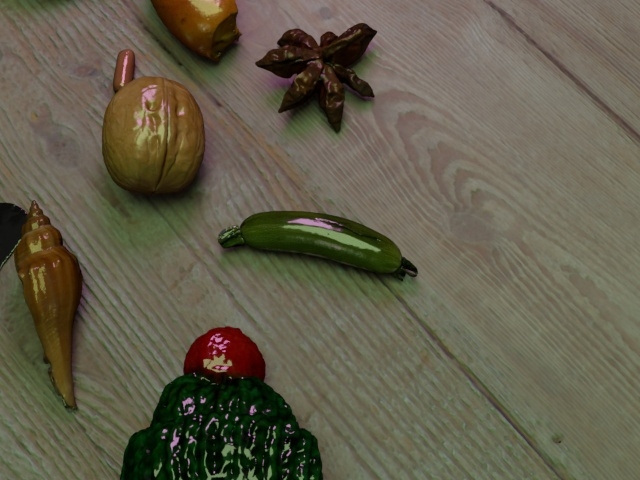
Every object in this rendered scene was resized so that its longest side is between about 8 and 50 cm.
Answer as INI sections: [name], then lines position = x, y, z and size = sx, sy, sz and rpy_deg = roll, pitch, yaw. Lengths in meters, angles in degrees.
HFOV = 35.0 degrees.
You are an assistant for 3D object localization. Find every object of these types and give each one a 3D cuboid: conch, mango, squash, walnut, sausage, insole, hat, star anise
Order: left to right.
[insole]
position = -0.575, 0.072, 1.605
size = 0.109, 0.007, 0.322
rpy_deg = 29, 70, 10
[conch]
position = -0.400, 0.092, 1.548
size = 0.093, 0.109, 0.330
rpy_deg = -17, 78, -14
[sausage]
position = -0.335, -0.288, 1.737
size = 0.034, 0.034, 0.083
rpy_deg = 3, 68, 2
[walnut]
position = -0.265, -0.169, 1.621
size = 0.165, 0.165, 0.197
rpy_deg = 4, 71, 2
[mango]
position = -0.219, -0.433, 1.748
size = 0.154, 0.126, 0.252
rpy_deg = -22, 67, -20
[hat]
position = -0.129, 0.259, 1.411
size = 0.274, 0.242, 0.332
rpy_deg = 8, 54, -9
[star anise]
position = -0.004, -0.293, 1.703
size = 0.196, 0.111, 0.212
rpy_deg = 18, 75, 16
[squash]
position = 0.000, -0.003, 1.592
size = 0.319, 0.071, 0.080
rpy_deg = 10, 69, 5
